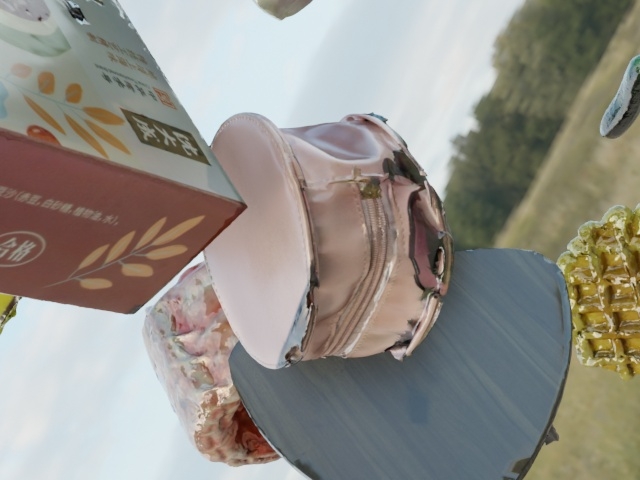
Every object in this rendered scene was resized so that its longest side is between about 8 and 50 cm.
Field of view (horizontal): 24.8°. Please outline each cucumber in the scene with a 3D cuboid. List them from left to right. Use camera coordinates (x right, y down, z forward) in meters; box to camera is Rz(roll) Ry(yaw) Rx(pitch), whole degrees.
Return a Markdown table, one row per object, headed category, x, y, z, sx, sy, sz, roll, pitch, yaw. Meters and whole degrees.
| category | x | y | z | sx | sy | sz | roll | pitch | yaw |
| --- | --- | --- | --- | --- | --- | --- | --- | --- | --- |
| cucumber | 0.332 | -0.151 | 1.565 | 0.184 | 0.036 | 0.033 | 95 | -165 | -66 |

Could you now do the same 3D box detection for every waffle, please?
| category | x | y | z | sx | sy | sz | roll | pitch | yaw |
| --- | --- | --- | --- | --- | --- | --- | --- | --- | --- |
| waffle | 0.390 | 0.072 | 1.650 | 0.051 | 0.291 | 0.291 | -61 | -6 | -47 |

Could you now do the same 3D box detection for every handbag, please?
| category | x | y | z | sx | sy | sz | roll | pitch | yaw |
| --- | --- | --- | --- | --- | --- | --- | --- | --- | --- |
| handbag | 0.001 | -0.001 | 1.030 | 0.116 | 0.179 | 0.205 | -13 | -31 | -25 |

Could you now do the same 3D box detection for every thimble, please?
| category | x | y | z | sx | sy | sz | roll | pitch | yaw |
| --- | --- | --- | --- | --- | --- | --- | --- | --- | --- |
| thimble | -0.056 | 0.113 | 1.505 | 0.239 | 0.162 | 0.239 | -19 | -34 | -14 |

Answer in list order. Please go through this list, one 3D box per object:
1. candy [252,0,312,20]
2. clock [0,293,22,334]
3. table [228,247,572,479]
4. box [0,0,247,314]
| category | x | y | z | sx | sy | sz | roll | pitch | yaw |
| --- | --- | --- | --- | --- | --- | --- | --- | --- | --- |
| candy | -0.093 | -0.461 | 1.754 | 0.208 | 0.359 | 0.145 | -41 | -7 | 6 |
| clock | -0.251 | -0.026 | 1.212 | 0.293 | 0.071 | 0.277 | -44 | 19 | 47 |
| table | 0.122 | 0.189 | 1.369 | 0.317 | 0.317 | 0.249 | -58 | -33 | -34 |
| box | -0.266 | -0.140 | 0.841 | 0.122 | 0.344 | 0.385 | -43 | -27 | 18 |
